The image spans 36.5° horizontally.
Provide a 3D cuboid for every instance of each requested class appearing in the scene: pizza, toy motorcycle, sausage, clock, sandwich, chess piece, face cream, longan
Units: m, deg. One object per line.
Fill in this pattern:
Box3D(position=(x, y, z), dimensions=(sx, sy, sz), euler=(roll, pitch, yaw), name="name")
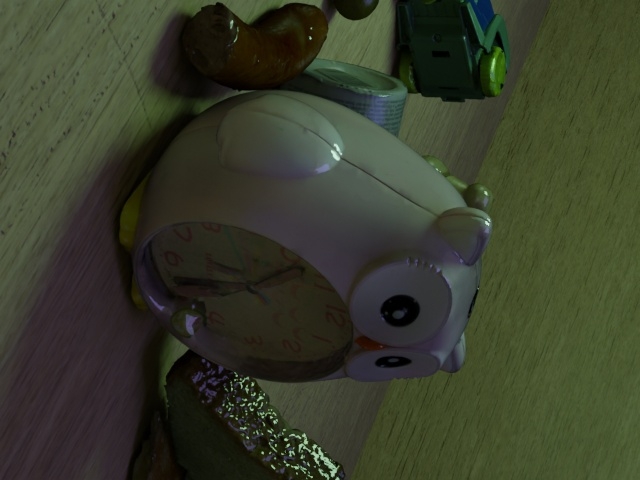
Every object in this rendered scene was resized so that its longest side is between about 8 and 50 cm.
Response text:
Box3D(position=(-0.220, 0.311, 1.341), dimensions=(0.181, 0.034, 0.262), euler=(-54, 156, -46), name="pizza")
Box3D(position=(0.243, -0.426, 1.809), dimensions=(0.326, 0.191, 0.200), euler=(71, 36, -45), name="toy motorcycle")
Box3D(position=(-0.069, -0.227, 1.136), dimensions=(0.302, 0.076, 0.103), euler=(-32, 139, -66), name="sausage")
Box3D(position=(0.000, 0.000, 1.104), dimensions=(0.368, 0.376, 0.250), euler=(92, 19, -47), name="clock")
Box3D(position=(-0.134, 0.270, 1.315), dimensions=(0.254, 0.288, 0.099), euler=(-20, -154, 51), name="sandwich")
Box3D(position=(0.114, -0.092, 1.488), dimensions=(0.124, 0.307, 0.139), euler=(-49, 153, -51), name="chess piece")
Box3D(position=(0.021, -0.159, 1.337), dimensions=(0.177, 0.177, 0.153), euler=(-38, 143, -63), name="face cream")
Box3D(position=(0.050, -0.363, 1.417), dimensions=(0.075, 0.075, 0.083), euler=(66, 5, -68), name="longan")
